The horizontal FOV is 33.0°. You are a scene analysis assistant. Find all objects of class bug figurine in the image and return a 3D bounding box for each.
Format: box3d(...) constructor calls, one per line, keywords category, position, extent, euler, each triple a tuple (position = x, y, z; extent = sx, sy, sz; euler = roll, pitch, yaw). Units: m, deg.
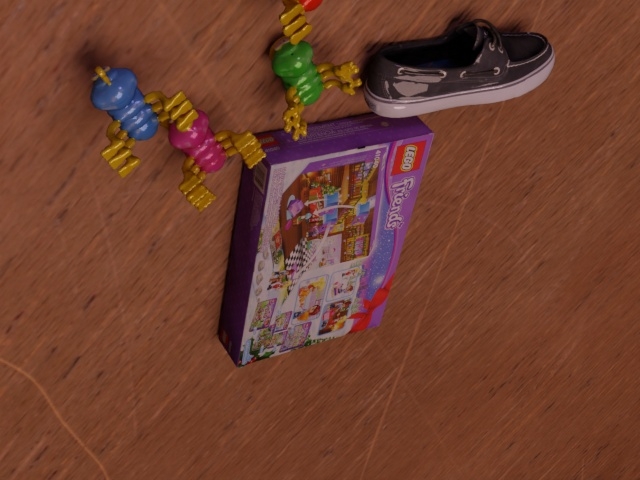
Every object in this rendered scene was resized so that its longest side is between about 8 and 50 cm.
box3d(category="bug figurine", position=(-0.080, -0.150, 0.975), extent=(0.279, 0.072, 0.216), euler=(-38, 149, -8))

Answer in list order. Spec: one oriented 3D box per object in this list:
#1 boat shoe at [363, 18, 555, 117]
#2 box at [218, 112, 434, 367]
box3d(category="boat shoe", position=(0.150, -0.192, 1.123), extent=(0.228, 0.080, 0.076), euler=(-13, 138, -18))
box3d(category="box", position=(0.000, 0.000, 1.202), extent=(0.201, 0.057, 0.293), euler=(-13, 135, -29))
